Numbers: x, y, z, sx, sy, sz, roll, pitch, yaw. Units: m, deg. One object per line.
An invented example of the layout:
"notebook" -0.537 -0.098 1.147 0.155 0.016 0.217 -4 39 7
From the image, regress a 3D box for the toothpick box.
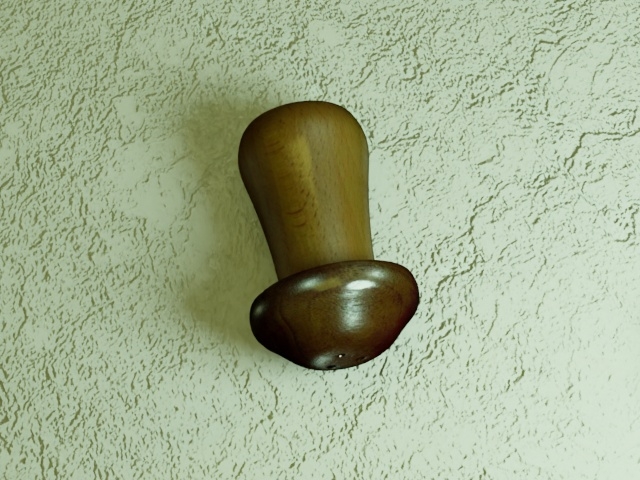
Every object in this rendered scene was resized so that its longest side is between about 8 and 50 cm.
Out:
"toothpick box" 0.000 0.000 1.659 0.192 0.192 0.294 -13 65 2
